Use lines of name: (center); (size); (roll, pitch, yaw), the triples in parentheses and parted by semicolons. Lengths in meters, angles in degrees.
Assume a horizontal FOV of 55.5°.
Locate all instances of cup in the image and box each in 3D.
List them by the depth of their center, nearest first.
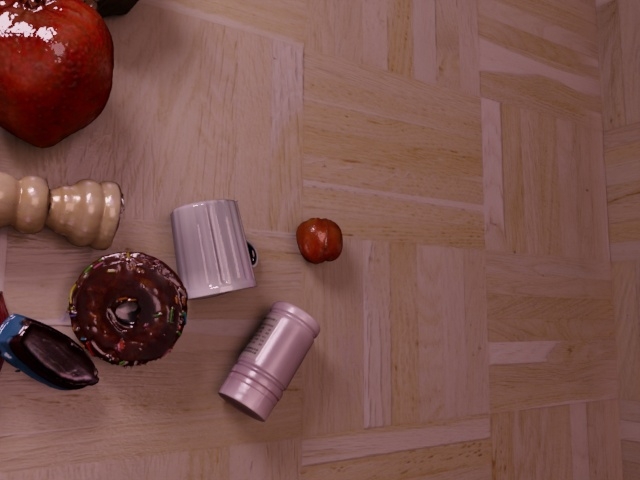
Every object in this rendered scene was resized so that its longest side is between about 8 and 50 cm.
cup: (-0.236, 0.023, 1.352); (0.167, 0.221, 0.201); (-11, 87, 1)

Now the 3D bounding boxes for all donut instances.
donut: (-0.384, 0.137, 1.227); (0.235, 0.089, 0.235); (0, 90, -10)

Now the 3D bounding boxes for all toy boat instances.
toy boat: (-0.516, 0.222, 1.150); (0.223, 0.097, 0.100); (54, 45, -41)

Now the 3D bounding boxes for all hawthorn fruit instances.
hawthorn fruit: (-0.517, -0.303, 1.133); (0.265, 0.265, 0.307); (-13, 132, -33)
hawthorn fruit: (0.000, 0.000, 1.511); (0.128, 0.128, 0.128); (5, 81, -32)

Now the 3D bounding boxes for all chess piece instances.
chess piece: (-0.523, -0.067, 1.149); (0.261, 0.143, 0.142); (11, 78, -37)

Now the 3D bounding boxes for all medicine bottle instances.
medicine bottle: (-0.113, 0.273, 1.389); (0.133, 0.133, 0.249); (42, 63, -22)

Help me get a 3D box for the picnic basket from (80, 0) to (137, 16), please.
picnic basket: (-0.500, -0.577, 1.174); (0.321, 0.254, 0.291); (-28, 98, -46)

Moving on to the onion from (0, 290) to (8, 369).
onion: (-0.656, 0.180, 1.061); (0.227, 0.120, 0.283); (40, 64, -28)
